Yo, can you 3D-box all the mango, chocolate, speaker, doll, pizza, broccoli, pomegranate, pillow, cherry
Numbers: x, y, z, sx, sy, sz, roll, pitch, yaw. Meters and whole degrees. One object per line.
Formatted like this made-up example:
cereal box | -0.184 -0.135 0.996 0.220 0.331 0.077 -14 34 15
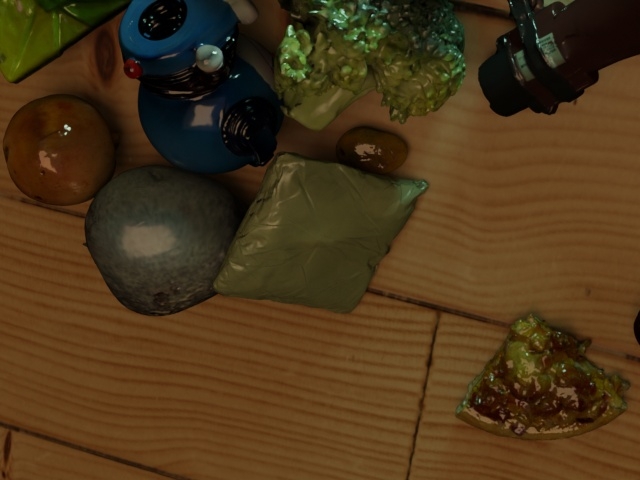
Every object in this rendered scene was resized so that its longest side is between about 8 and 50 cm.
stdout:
mango | 0.080 -0.140 2.035 0.114 0.057 0.079 1 108 9
chocolate | -0.444 -0.448 2.032 0.288 0.137 0.301 -29 99 25
speaker | 0.350 -0.324 1.808 0.329 0.198 0.259 -21 117 33
doll | -0.176 -0.239 1.958 0.240 0.310 0.284 -44 55 -8
pizza | 0.347 0.225 2.082 0.289 0.081 0.229 -2 110 20
broccoli | 0.045 -0.290 1.878 0.347 0.293 0.281 23 119 -36
pomegranate | -0.425 -0.144 2.125 0.191 0.191 0.191 6 113 15
pillow | 0.000 -0.001 2.038 0.274 0.076 0.281 12 122 -31
cherry | -0.255 -0.002 2.109 0.296 0.218 0.255 -12 120 12

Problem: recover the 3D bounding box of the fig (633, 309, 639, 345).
fig | 0.553 0.150 1.974 0.154 0.103 0.109 40 140 8
